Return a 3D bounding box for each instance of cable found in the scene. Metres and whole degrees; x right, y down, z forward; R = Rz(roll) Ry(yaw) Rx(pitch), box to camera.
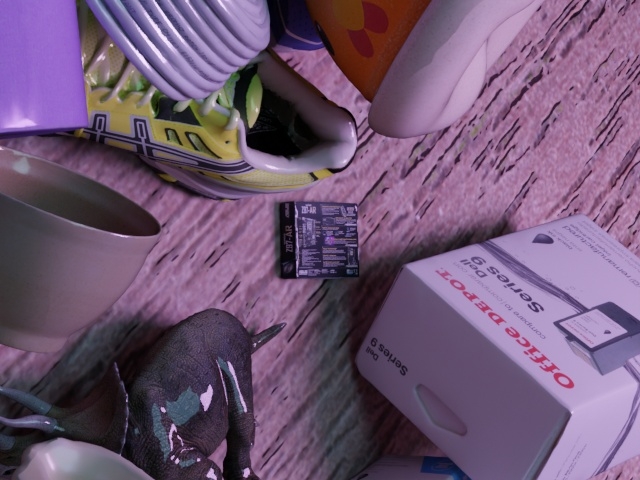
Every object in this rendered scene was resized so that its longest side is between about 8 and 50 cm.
[{"bbox_3d":[-0.118,-0.218,1.271,0.257,0.089,0.257,62,10,3],"label":"cable"}]

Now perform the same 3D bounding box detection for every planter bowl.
[{"bbox_3d":[-0.205,0.011,1.335,0.162,0.162,0.109,12,105,-48],"label":"planter bowl"}]

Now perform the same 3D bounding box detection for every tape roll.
[{"bbox_3d":[-0.280,-0.097,1.148,0.275,0.275,0.090,-10,96,-48],"label":"tape roll"}]

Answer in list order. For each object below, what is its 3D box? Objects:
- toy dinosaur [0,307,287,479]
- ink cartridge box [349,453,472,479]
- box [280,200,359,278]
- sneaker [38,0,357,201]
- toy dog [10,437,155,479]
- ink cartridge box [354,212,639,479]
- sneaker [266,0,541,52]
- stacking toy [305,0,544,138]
[{"bbox_3d":[-0.098,0.125,1.462,0.313,0.121,0.160,-35,127,-39],"label":"toy dinosaur"},{"bbox_3d":[0.049,0.247,1.630,0.180,0.104,0.060,-30,110,-46],"label":"ink cartridge box"},{"bbox_3d":[0.000,0.000,1.654,0.083,0.018,0.067,-1,88,-49],"label":"box"},{"bbox_3d":[-0.126,-0.132,1.422,0.385,0.147,0.145,17,77,-45],"label":"sneaker"},{"bbox_3d":[-0.172,0.388,1.193,0.284,0.395,0.408,-30,144,-59],"label":"toy dog"},{"bbox_3d":[0.207,0.101,1.724,0.289,0.211,0.121,-15,138,-49],"label":"ink cartridge box"},{"bbox_3d":[0.088,-0.244,1.645,0.315,0.182,0.127,-16,99,-48],"label":"sneaker"},{"bbox_3d":[-0.009,-0.337,1.442,0.480,0.350,0.350,37,52,5],"label":"stacking toy"}]
